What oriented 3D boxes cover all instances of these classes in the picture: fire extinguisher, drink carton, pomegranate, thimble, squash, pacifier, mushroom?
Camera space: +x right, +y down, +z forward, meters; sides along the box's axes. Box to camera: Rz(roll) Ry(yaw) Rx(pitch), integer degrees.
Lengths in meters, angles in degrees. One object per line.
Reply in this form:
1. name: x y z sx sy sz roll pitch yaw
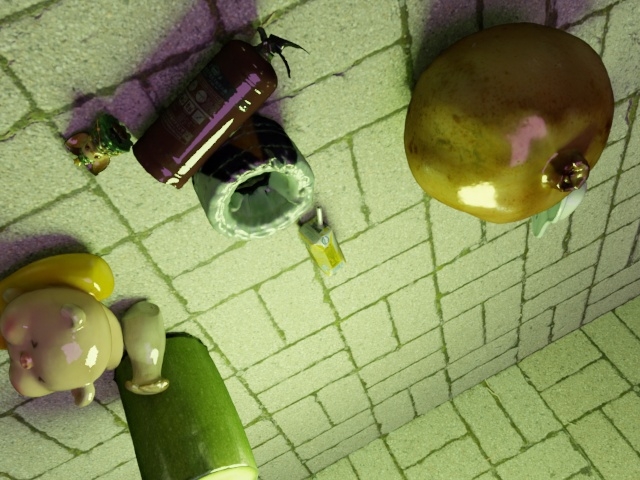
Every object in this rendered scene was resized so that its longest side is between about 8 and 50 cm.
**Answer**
1. fire extinguisher: -0.171 -0.234 1.059 0.337 0.135 0.114 -44 156 14
2. drink carton: 0.000 0.000 1.467 0.074 0.084 0.200 -38 142 -8
3. pomegranate: 0.376 -0.227 1.231 0.416 0.417 0.417 -18 140 -16
4. thimble: -0.127 -0.117 1.202 0.237 0.150 0.237 -19 141 -17
5. squash: -0.332 0.446 1.495 0.263 0.384 0.263 -20 143 -16
6. pacifier: 0.563 -0.146 1.627 0.233 0.244 0.299 5 162 3
7. mushroom: -0.398 0.245 1.394 0.097 0.213 0.088 2 176 -43

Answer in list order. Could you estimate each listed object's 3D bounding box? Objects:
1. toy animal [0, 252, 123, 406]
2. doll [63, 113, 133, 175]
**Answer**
1. toy animal: -0.530 0.211 1.212 0.277 0.247 0.345 -10 137 -22
2. doll: -0.380 -0.170 1.065 0.113 0.077 0.078 -20 123 33
